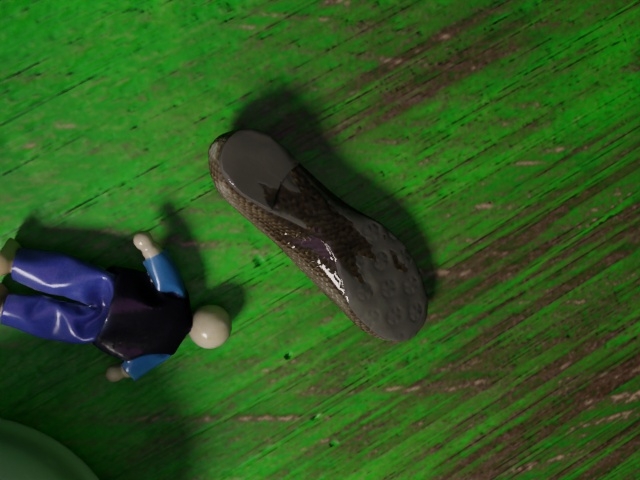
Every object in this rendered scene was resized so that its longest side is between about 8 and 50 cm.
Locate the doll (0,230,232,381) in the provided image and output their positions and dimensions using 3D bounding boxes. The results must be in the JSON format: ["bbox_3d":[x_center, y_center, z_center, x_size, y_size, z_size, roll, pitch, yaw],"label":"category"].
[{"bbox_3d":[-0.163,0.051,0.527,0.189,0.046,0.129,17,97,-16],"label":"doll"}]

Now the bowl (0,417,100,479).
[{"bbox_3d":[-0.271,0.262,0.430,0.298,0.134,0.297,7,69,-18],"label":"bowl"}]

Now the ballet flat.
[{"bbox_3d":[0.000,0.000,0.558,0.250,0.058,0.084,41,68,-23],"label":"ballet flat"}]
